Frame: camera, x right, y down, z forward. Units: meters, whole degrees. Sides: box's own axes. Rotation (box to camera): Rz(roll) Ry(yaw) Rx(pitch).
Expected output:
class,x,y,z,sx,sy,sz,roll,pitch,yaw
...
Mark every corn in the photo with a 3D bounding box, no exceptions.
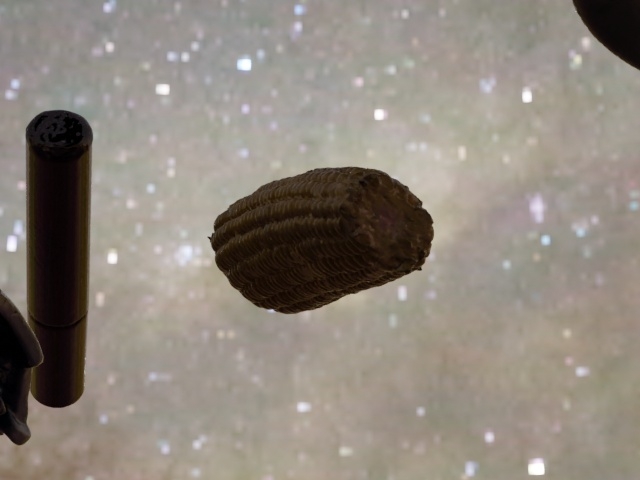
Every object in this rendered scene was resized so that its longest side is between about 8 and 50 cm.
class,x,y,z,sx,sy,sz,roll,pitch,yaw
corn,0.000,0.000,0.993,0.085,0.063,0.165,53,-28,-12

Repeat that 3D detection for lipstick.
class,x,y,z,sx,sy,sz,roll,pitch,yaw
lipstick,-0.223,0.024,1.527,0.057,0.057,0.356,3,-38,-6

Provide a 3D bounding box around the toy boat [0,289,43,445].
class,x,y,z,sx,sy,sz,roll,pitch,yaw
toy boat,-0.252,0.075,1.129,0.129,0.142,0.309,-40,-25,-4

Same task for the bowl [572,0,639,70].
class,x,y,z,sx,sy,sz,roll,pitch,yaw
bowl,0.204,-0.163,0.872,0.289,0.146,0.289,24,-23,11
